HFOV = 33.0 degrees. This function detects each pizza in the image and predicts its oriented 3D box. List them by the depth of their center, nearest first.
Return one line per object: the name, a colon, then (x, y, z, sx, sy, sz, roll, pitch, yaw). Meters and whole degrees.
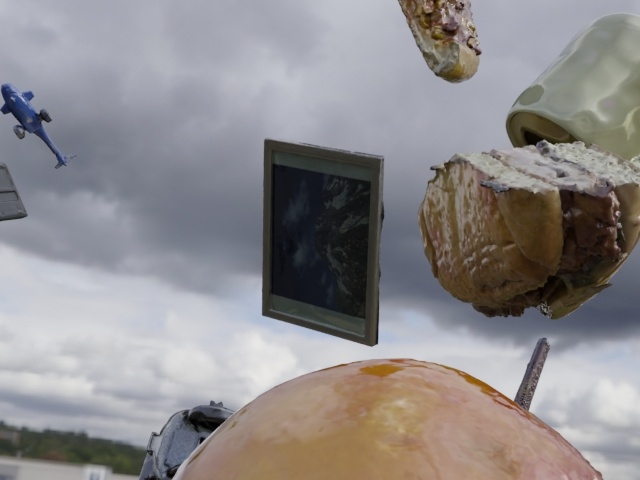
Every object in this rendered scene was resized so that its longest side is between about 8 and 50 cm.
pizza: (0.177, -0.355, 1.648, 0.081, 0.228, 0.289, -34, 14, 23)

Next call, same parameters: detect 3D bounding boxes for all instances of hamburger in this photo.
hamburger: (0.192, -0.011, 1.022, 0.155, 0.245, 0.282, -11, 34, -13)

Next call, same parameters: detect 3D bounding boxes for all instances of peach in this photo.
peach: (0.048, 0.196, 0.572, 0.281, 0.281, 0.238, 0, -12, 22)

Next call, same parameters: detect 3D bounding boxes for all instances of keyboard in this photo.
keyboard: (-0.516, -0.062, 1.481, 0.041, 0.103, 0.381, -23, -2, 10)

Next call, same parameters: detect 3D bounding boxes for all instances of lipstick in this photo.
lipstick: (0.247, 0.197, 1.324, 0.027, 0.176, 0.027, 21, -27, 11)

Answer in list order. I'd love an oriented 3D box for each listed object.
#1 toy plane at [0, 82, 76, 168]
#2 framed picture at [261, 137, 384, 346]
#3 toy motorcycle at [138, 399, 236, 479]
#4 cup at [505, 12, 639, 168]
toy plane: (-0.389, -0.157, 1.485, 0.054, 0.062, 0.167, -32, -45, -3)
framed picture: (0.000, 0.000, 1.557, 0.209, 0.281, 0.019, 11, 19, 33)
toy motorcycle: (-0.045, 0.237, 1.042, 0.263, 0.091, 0.157, 13, -37, 3)
cup: (0.388, -0.164, 1.361, 0.255, 0.202, 0.173, 28, -22, 48)
